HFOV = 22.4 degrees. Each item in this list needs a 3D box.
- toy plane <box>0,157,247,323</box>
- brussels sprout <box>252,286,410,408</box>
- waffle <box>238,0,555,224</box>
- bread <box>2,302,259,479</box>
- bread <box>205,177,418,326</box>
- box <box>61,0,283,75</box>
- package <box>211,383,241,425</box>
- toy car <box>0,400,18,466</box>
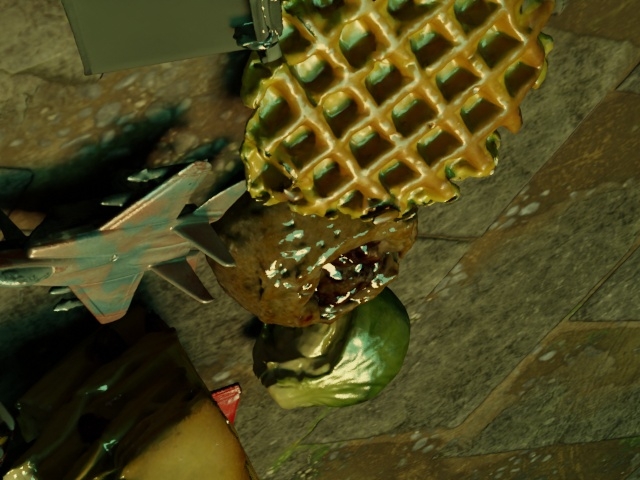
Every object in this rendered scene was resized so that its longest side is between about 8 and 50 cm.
[{"bbox_3d":[-0.218,0.002,1.458,0.326,0.104,0.223,1,138,-38],"label":"toy plane"},{"bbox_3d":[0.018,0.119,1.830,0.183,0.131,0.145,-47,143,17],"label":"brussels sprout"},{"bbox_3d":[0.076,-0.143,1.466,0.325,0.068,0.302,-4,123,-27],"label":"waffle"},{"bbox_3d":[-0.192,0.289,1.634,0.370,0.192,0.314,-53,135,-32],"label":"bread"},{"bbox_3d":[0.000,0.000,1.640,0.230,0.123,0.230,-22,147,-15],"label":"bread"},{"bbox_3d":[-0.119,-0.227,1.065,0.135,0.243,0.163,-15,150,-5],"label":"box"},{"bbox_3d":[-0.144,0.247,1.993,0.083,0.022,0.200,-18,147,-23],"label":"package"},{"bbox_3d":[-0.367,0.212,1.657,0.139,0.112,0.112,-42,166,0],"label":"toy car"}]
